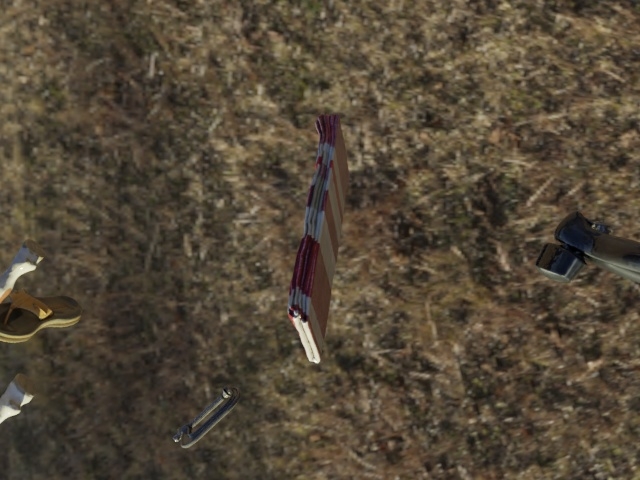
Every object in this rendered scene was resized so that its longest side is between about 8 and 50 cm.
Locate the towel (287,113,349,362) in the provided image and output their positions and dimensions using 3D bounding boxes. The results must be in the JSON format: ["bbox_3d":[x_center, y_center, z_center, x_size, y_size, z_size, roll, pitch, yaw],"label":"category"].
[{"bbox_3d":[0.000,0.000,1.520,0.037,0.237,0.329,6,69,9],"label":"towel"}]

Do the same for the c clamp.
[{"bbox_3d":[-0.201,0.306,1.744,0.160,0.137,0.022,-41,101,6],"label":"c clamp"}]

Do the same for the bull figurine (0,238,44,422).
[{"bbox_3d":[-0.341,0.086,0.876,0.188,0.101,0.310,-38,40,16],"label":"bull figurine"}]

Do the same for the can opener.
[{"bbox_3d":[0.264,0.016,0.890,0.073,0.059,0.186,-68,21,-1],"label":"can opener"}]

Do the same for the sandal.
[{"bbox_3d":[-0.381,0.089,1.307,0.072,0.180,0.049,32,110,22],"label":"sandal"}]
